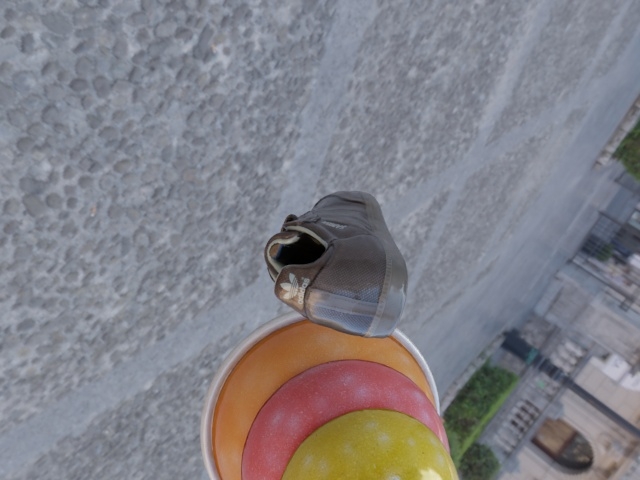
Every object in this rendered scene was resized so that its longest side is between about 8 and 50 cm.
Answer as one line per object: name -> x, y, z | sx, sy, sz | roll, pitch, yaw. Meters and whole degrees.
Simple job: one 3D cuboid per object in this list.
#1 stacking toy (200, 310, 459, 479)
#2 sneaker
stacking toy -> 0.042, 0.285, 0.779 | 0.350, 0.350, 0.480 | -51, -168, -2
sneaker -> 0.000, 0.000, 0.429 | 0.188, 0.071, 0.066 | -122, -132, -73
